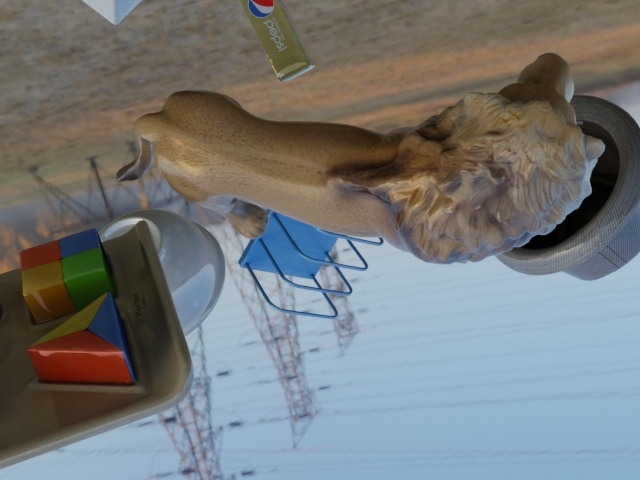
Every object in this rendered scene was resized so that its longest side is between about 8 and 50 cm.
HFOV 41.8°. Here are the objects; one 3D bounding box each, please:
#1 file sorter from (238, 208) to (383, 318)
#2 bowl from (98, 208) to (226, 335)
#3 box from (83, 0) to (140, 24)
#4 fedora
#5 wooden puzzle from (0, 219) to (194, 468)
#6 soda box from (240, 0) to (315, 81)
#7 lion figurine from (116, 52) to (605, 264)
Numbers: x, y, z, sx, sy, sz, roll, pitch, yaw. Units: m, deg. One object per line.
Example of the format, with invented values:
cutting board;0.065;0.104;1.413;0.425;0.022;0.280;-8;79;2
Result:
file sorter;0.000;0.000;1.031;0.118;0.170;0.104;12;-150;-37
bowl;-0.339;0.048;1.578;0.297;0.298;0.134;-14;147;7
box;-0.260;-0.441;0.925;0.168;0.215;0.345;-52;179;-20
fedora;0.336;-0.050;1.098;0.244;0.124;0.275;-46;-151;17
wooden puzzle;-0.332;0.106;0.907;0.347;0.081;0.322;-22;-143;-8
soda box;-0.074;-0.341;1.312;0.058;0.181;0.061;-26;-173;11
lion figurine;-0.004;-0.055;0.632;0.392;0.142;0.240;1;177;7
